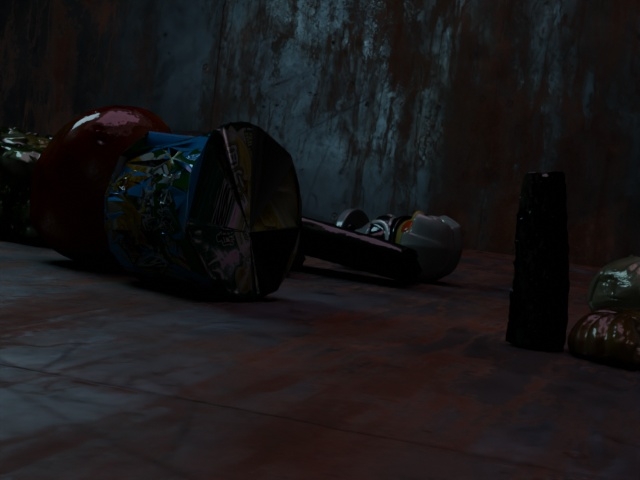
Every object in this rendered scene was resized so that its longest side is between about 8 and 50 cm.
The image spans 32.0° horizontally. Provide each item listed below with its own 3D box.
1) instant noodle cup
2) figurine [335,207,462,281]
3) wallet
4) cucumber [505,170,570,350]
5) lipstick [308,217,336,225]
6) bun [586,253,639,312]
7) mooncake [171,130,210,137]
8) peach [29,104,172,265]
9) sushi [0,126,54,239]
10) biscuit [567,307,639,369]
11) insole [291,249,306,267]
[{"bbox_3d":[-0.160,-0.036,1.454,0.178,0.240,0.240,-1,-2,34],"label":"instant noodle cup"},{"bbox_3d":[0.159,0.007,2.137,0.236,0.133,0.176,5,4,35],"label":"figurine"},{"bbox_3d":[0.000,0.000,1.996,0.377,0.051,0.197,16,-11,18],"label":"wallet"},{"bbox_3d":[0.270,0.022,1.323,0.062,0.211,0.078,7,1,38],"label":"cucumber"},{"bbox_3d":[0.033,0.001,2.399,0.080,0.080,0.241,5,4,-34],"label":"lipstick"},{"bbox_3d":[0.507,0.079,1.738,0.173,0.114,0.166,10,3,0],"label":"bun"},{"bbox_3d":[-0.305,-0.124,2.421,0.133,0.245,0.245,5,2,15],"label":"mooncake"},{"bbox_3d":[-0.303,-0.075,1.596,0.243,0.243,0.199,4,31,-50],"label":"peach"},{"bbox_3d":[-0.450,-0.086,1.920,0.351,0.178,0.294,12,7,17],"label":"sushi"},{"bbox_3d":[0.353,0.110,1.315,0.118,0.061,0.183,7,3,31],"label":"biscuit"},{"bbox_3d":[-0.118,0.015,2.029,0.197,0.065,0.004,10,46,19],"label":"insole"}]
